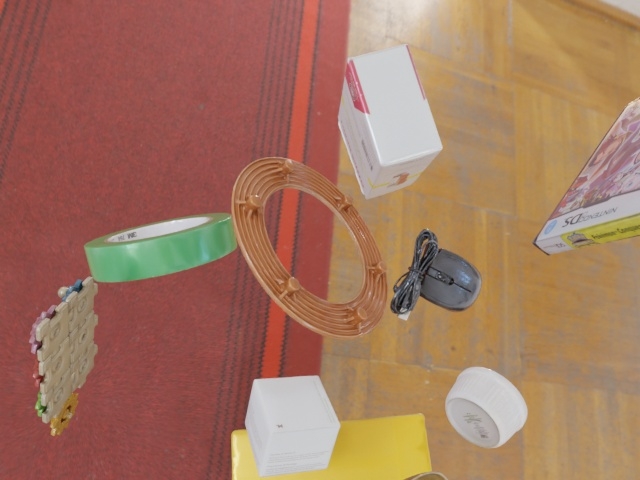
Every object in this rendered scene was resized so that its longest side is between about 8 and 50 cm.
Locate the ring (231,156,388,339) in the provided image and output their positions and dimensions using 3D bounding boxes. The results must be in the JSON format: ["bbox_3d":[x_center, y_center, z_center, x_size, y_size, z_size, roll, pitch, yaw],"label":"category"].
[{"bbox_3d":[0.000,0.000,0.933,0.336,0.032,0.337,29,41,-30],"label":"ring"}]

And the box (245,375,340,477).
[{"bbox_3d":[-0.042,0.254,0.792,0.101,0.101,0.087,1,120,-22],"label":"box"}]

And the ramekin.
[{"bbox_3d":[0.434,0.454,1.532,0.109,0.207,0.207,-34,91,-36],"label":"ramekin"}]

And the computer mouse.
[{"bbox_3d":[0.274,0.096,1.227,0.272,0.072,0.189,18,94,-46],"label":"computer mouse"}]

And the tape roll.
[{"bbox_3d":[-0.349,0.009,1.272,0.321,0.321,0.077,-15,102,-26],"label":"tape roll"}]

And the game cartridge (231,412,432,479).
[{"bbox_3d":[0.023,0.434,0.905,0.323,0.053,0.286,-6,69,4],"label":"game cartridge"}]

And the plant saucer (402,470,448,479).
[{"bbox_3d":[0.046,0.170,0.329,0.083,0.015,0.084,-13,109,-41],"label":"plant saucer"}]

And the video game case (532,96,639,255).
[{"bbox_3d":[0.410,-0.109,0.727,0.035,0.248,0.275,37,80,0],"label":"video game case"}]

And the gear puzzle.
[{"bbox_3d":[-0.481,0.230,1.067,0.044,0.339,0.175,17,32,4],"label":"gear puzzle"}]

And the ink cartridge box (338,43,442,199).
[{"bbox_3d":[0.168,-0.296,1.522,0.160,0.385,0.280,-17,84,-4],"label":"ink cartridge box"}]
